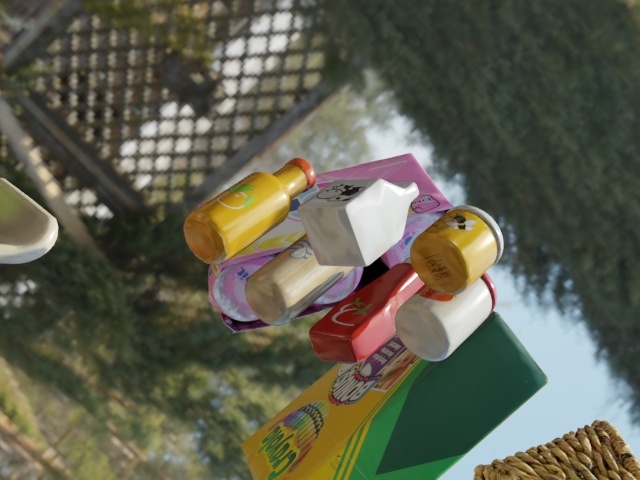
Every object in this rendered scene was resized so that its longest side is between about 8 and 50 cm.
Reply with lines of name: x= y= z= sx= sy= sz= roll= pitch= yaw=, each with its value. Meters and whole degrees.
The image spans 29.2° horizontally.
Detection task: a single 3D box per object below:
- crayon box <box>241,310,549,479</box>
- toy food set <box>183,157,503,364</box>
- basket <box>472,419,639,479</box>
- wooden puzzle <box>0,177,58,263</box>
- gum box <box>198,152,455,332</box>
crayon box: x=0.068 y=0.203 z=1.424 sx=0.313 sy=0.106 sz=0.363 roll=-39 pitch=-175 yaw=-5
toy food set: x=0.034 y=0.004 z=0.765 sx=0.232 sy=0.111 sz=0.104 roll=0 pitch=-151 yaw=46
basket: x=0.325 y=0.390 z=1.427 sx=0.223 sy=0.299 sz=0.213 roll=-12 pitch=-164 yaw=-33
wooden puzzle: x=-0.303 y=-0.023 z=0.773 sx=0.239 sy=0.044 sz=0.221 roll=-1 pitch=-169 yaw=-24
gum box: x=0.000 y=0.000 z=0.938 sx=0.188 sy=0.062 sz=0.107 roll=-14 pitch=-151 yaw=-7
